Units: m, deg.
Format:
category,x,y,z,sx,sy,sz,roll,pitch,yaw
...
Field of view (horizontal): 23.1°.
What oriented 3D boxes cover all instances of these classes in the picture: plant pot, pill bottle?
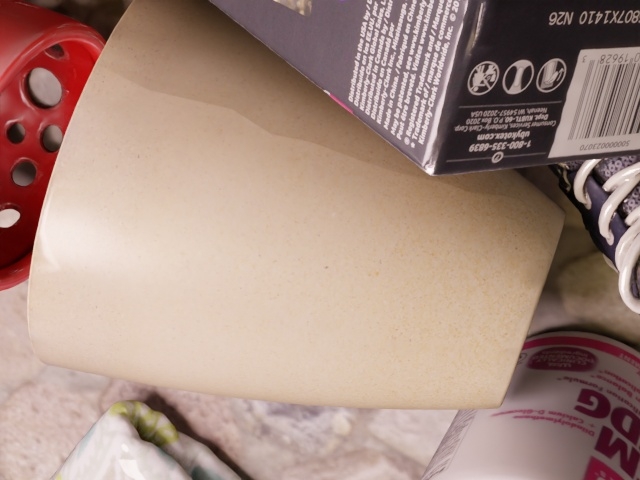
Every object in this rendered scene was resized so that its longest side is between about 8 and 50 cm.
category,x,y,z,sx,sy,sz,roll,pitch,yaw
plant pot,-0.255,-0.084,1.051,0.174,0.191,0.191,25,118,19
plant pot,0.000,0.000,0.959,0.274,0.256,0.256,19,117,6
pill bottle,0.133,0.182,0.954,0.160,0.283,0.160,8,114,17

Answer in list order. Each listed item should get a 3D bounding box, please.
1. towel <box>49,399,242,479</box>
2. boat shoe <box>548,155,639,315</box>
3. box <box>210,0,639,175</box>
category,x,y,z,sx,sy,sz,roll,pitch,yaw
towel,-0.097,0.342,1.225,0.374,0.090,0.320,41,116,1
boat shoe,0.205,-0.025,0.911,0.340,0.158,0.127,45,119,-2
box,0.059,-0.160,0.836,0.270,0.165,0.143,44,130,45
